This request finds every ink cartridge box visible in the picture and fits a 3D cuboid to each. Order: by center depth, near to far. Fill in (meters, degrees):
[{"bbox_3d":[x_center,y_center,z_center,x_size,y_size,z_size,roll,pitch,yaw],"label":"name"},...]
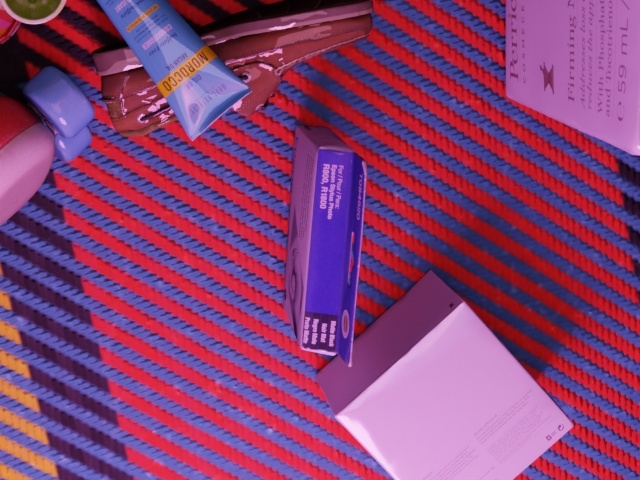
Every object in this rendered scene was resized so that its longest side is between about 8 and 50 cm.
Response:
[{"bbox_3d":[0.000,0.000,1.563,0.045,0.224,0.223,2,102,-11],"label":"ink cartridge box"}]

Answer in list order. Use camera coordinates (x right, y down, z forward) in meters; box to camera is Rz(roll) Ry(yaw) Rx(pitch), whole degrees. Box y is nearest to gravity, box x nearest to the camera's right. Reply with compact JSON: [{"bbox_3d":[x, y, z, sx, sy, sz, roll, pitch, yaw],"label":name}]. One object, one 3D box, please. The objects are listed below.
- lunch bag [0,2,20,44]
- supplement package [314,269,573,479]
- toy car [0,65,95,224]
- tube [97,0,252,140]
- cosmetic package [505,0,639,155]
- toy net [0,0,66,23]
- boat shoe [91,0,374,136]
[{"bbox_3d":[-0.352,-0.349,1.473,0.258,0.120,0.293,23,98,-15],"label":"lunch bag"},{"bbox_3d":[0.137,0.183,1.668,0.194,0.149,0.203,-42,106,1],"label":"supplement package"},{"bbox_3d":[-0.391,-0.126,1.487,0.238,0.210,0.219,45,77,-1],"label":"toy car"},{"bbox_3d":[-0.165,-0.208,1.490,0.080,0.052,0.207,-39,91,9],"label":"tube"},{"bbox_3d":[0.399,-0.282,1.479,0.327,0.394,0.330,-4,103,-10],"label":"cosmetic package"},{"bbox_3d":[-0.359,-0.285,1.408,0.232,0.045,0.122,6,105,-16],"label":"toy net"},{"bbox_3d":[-0.086,-0.189,1.570,0.307,0.111,0.104,-12,105,5],"label":"boat shoe"}]
